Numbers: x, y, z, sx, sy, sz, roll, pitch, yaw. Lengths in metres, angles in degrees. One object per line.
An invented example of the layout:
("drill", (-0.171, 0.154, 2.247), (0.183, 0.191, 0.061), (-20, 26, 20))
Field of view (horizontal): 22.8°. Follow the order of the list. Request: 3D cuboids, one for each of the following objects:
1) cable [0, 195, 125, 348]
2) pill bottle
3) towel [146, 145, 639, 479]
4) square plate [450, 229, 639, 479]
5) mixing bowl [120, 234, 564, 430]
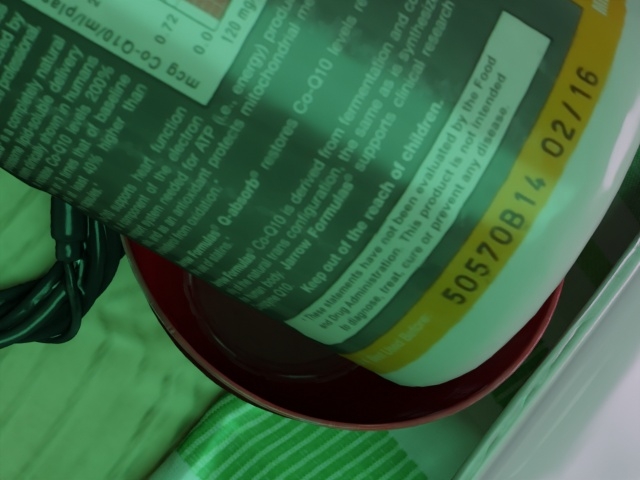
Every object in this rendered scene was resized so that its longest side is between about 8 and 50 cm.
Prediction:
("cable", (-0.143, -0.031, 0.646), (0.150, 0.047, 0.184), (-30, 124, -5))
("pill bottle", (-0.044, -0.082, 0.508), (0.278, 0.162, 0.162), (30, 98, -12))
("towel", (0.095, 0.106, 0.748), (0.325, 0.038, 0.248), (-39, 109, 1))
("square plate", (0.253, 0.086, 0.727), (0.347, 0.049, 0.344), (42, 76, -21))
("mixing bowl", (0.000, 0.000, 0.648), (0.181, 0.098, 0.181), (5, 69, -13))
